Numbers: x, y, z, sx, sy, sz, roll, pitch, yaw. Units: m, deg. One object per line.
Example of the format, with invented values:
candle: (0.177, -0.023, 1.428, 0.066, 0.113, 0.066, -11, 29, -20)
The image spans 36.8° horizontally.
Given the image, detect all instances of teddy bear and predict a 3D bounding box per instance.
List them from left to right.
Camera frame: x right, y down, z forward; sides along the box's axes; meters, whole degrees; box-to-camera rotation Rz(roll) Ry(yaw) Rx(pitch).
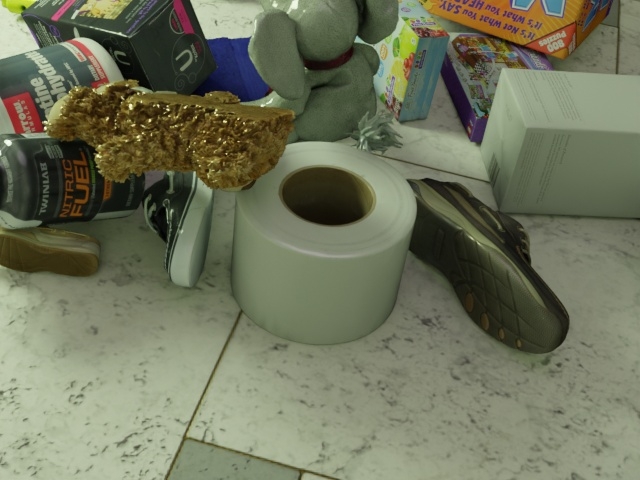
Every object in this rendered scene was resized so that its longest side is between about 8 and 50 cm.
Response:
teddy bear: (-0.201, -0.138, 1.272, 0.338, 0.113, 0.245, 8, 21, 6)

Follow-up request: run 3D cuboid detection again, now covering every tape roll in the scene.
tape roll: (0.000, 0.000, 1.334, 0.246, 0.169, 0.246, 4, 43, -4)

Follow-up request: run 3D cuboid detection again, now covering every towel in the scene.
towel: (-0.104, -0.271, 1.693, 0.308, 0.076, 0.227, -6, 51, -16)

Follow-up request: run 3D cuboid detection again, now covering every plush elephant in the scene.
plush elephant: (-0.017, -0.282, 1.439, 0.272, 0.255, 0.330, -30, 36, -28)

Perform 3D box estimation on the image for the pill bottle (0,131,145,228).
pill bottle: (-0.375, -0.084, 1.322, 0.245, 0.130, 0.130, -9, 42, -44)

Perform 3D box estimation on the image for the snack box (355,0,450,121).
snack box: (0.138, -0.344, 1.729, 0.070, 0.174, 0.207, -8, 44, -22)

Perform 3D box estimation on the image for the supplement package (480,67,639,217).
supplement package: (0.434, -0.157, 1.571, 0.293, 0.175, 0.177, 2, 41, -7)

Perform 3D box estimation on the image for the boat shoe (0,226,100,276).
boat shoe: (-0.391, 0.007, 1.346, 0.170, 0.063, 0.059, 13, 37, -7)

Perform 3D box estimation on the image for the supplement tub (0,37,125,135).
supplement tub: (-0.439, -0.183, 1.445, 0.272, 0.191, 0.191, -25, 52, -32)

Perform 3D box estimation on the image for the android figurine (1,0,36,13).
android figurine: (-0.513, -0.503, 1.889, 0.273, 0.056, 0.248, 12, 42, 7)

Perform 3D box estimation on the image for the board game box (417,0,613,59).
board game box: (0.414, -0.622, 1.887, 0.356, 0.356, 0.356, 24, 35, 18)

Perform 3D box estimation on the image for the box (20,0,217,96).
box: (-0.330, -0.330, 1.582, 0.270, 0.165, 0.143, 20, 57, 34)

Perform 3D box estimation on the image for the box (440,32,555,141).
box: (0.340, -0.288, 1.787, 0.201, 0.057, 0.293, -1, 42, -10)

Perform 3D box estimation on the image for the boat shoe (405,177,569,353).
boat shoe: (0.244, 0.014, 1.388, 0.130, 0.132, 0.355, -19, 50, -27)

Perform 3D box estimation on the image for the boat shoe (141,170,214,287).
boat shoe: (-0.210, -0.044, 1.395, 0.102, 0.108, 0.301, 5, 40, -4)
